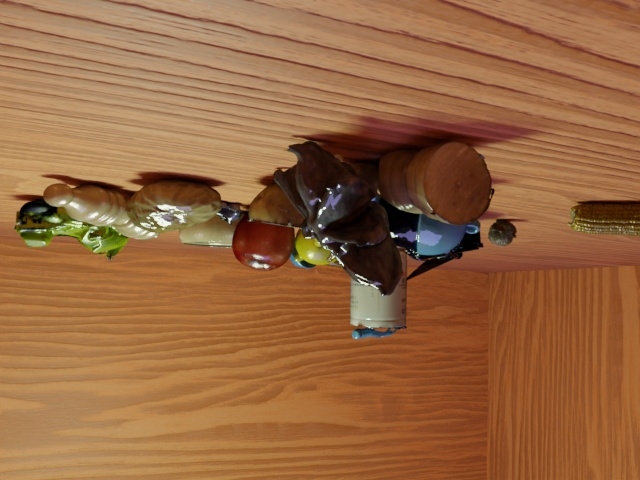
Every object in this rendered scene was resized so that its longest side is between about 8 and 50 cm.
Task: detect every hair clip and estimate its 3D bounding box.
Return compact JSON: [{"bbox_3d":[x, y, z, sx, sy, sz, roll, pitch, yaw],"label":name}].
[{"bbox_3d":[-0.309,-0.080,1.746,0.195,0.052,0.124,10,166,-19],"label":"hair clip"}]

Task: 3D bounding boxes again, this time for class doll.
[{"bbox_3d":[0.181,-0.057,1.371,0.313,0.141,0.177,13,146,14],"label":"doll"},{"bbox_3d":[0.000,0.000,1.879,0.199,0.145,0.363,-37,180,-15],"label":"doll"}]

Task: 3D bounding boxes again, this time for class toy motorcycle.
[{"bbox_3d":[-0.686,-0.039,1.853,0.342,0.142,0.206,5,136,-23],"label":"toy motorcycle"}]

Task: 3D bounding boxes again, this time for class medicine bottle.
[{"bbox_3d":[0.195,0.119,2.162,0.189,0.332,0.190,1,179,0],"label":"medicine bottle"}]

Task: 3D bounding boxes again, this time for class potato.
[{"bbox_3d":[-0.091,-0.078,1.445,0.138,0.098,0.243,7,180,-9],"label":"potato"}]

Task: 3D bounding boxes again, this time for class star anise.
[{"bbox_3d":[0.031,-0.060,1.111,0.139,0.359,0.316,-31,162,-18],"label":"star anise"}]

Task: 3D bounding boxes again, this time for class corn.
[{"bbox_3d":[0.705,-0.051,1.515,0.238,0.080,0.080,4,175,12],"label":"corn"}]

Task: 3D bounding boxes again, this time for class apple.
[{"bbox_3d":[-0.158,-0.005,1.804,0.180,0.169,0.181,10,166,3],"label":"apple"}]

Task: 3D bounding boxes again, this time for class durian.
[{"bbox_3d":[0.525,-0.020,1.859,0.080,0.080,0.091,6,-165,-35],"label":"durian"}]

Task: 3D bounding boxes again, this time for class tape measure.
[{"bbox_3d":[0.339,-0.007,1.789,0.202,0.135,0.222,-13,172,35],"label":"tape measure"}]

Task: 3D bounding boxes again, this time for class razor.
[{"bbox_3d":[0.191,0.307,2.172,0.081,0.042,0.253,2,179,39],"label":"razor"}]

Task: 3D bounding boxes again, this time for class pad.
[{"bbox_3d":[0.425,0.069,2.310,0.220,0.004,0.330,-27,179,24],"label":"pad"}]

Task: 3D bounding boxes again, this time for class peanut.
[{"bbox_3d":[-0.340,-0.076,1.482,0.196,0.110,0.233,0,176,-31],"label":"peanut"}]

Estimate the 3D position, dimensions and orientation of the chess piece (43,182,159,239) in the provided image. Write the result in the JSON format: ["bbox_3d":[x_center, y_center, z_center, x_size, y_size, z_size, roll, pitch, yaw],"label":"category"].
[{"bbox_3d":[-0.527,-0.081,1.571,0.138,0.124,0.307,33,-174,28],"label":"chess piece"}]

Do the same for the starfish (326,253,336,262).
[{"bbox_3d":[0.092,-0.017,1.703,0.240,0.043,0.227,-47,164,31],"label":"starfish"}]

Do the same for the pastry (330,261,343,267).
[{"bbox_3d":[0.049,0.032,2.410,0.240,0.132,0.235,15,177,-35],"label":"pastry"}]

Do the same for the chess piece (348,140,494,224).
[{"bbox_3d":[0.153,-0.103,1.115,0.137,0.137,0.301,5,-176,-24],"label":"chess piece"}]

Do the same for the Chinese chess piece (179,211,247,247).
[{"bbox_3d":[-0.303,-0.031,1.962,0.249,0.103,0.250,2,176,0],"label":"Chinese chess piece"}]
